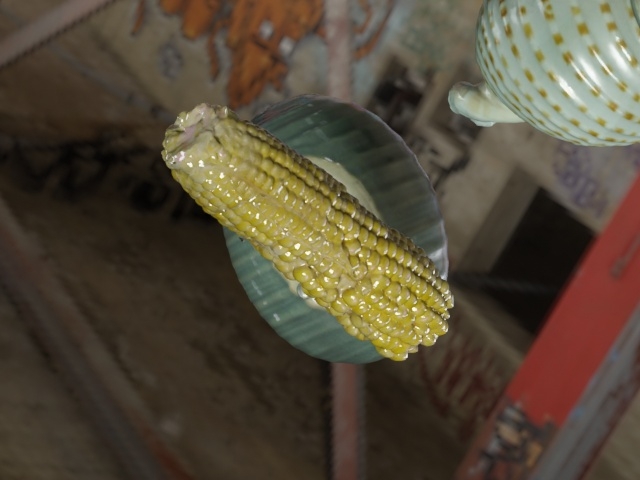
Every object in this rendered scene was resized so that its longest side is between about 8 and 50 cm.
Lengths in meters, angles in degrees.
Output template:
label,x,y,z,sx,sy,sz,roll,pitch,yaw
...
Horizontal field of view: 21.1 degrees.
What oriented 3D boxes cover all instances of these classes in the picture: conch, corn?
label,x,y,z,sx,sy,sz,roll,pitch,yaw
conch,0.166,-0.135,1.091,0.200,0.131,0.172,8,-149,39
corn,0.000,0.000,1.243,0.288,0.086,0.086,39,-170,-36

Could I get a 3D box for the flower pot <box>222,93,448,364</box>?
label,x,y,z,sx,sy,sz,roll,pitch,yaw
flower pot,0.011,-0.010,1.509,0.243,0.189,0.157,64,-174,1
